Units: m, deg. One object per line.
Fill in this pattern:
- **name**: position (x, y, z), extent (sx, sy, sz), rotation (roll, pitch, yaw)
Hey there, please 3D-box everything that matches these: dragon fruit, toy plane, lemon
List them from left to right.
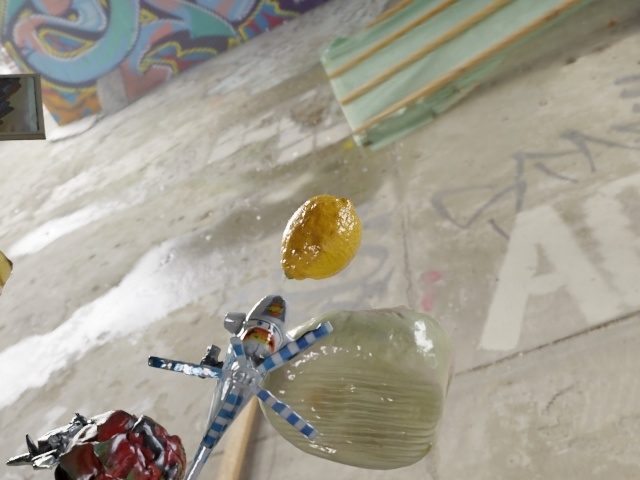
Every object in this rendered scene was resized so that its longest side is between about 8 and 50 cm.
- **toy plane**: position (-0.486, 0.374, 1.378), extent (0.262, 0.088, 0.192), rotation (-10, 10, 21)
- **dragon fruit**: position (-0.290, 0.334, 1.096), extent (0.188, 0.182, 0.182), rotation (-2, 24, -12)
- **toy plane**: position (-0.095, 0.186, 0.805), extent (0.182, 0.273, 0.107), rotation (8, 12, -3)
- **lemon**: position (0.000, 0.000, 1.399), extent (0.187, 0.142, 0.142), rotation (-51, 30, -4)

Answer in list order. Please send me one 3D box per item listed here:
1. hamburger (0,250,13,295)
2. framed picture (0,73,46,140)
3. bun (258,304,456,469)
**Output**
- **hamburger**: position (-0.771, 0.073, 1.464), extent (0.276, 0.276, 0.237), rotation (-2, 51, 43)
- **framed picture**: position (-0.735, -0.308, 1.726), extent (0.192, 0.018, 0.265), rotation (-6, 44, -19)
- **bun**: position (0.072, 0.247, 1.355), extent (0.361, 0.361, 0.213), rotation (-21, 25, 15)
